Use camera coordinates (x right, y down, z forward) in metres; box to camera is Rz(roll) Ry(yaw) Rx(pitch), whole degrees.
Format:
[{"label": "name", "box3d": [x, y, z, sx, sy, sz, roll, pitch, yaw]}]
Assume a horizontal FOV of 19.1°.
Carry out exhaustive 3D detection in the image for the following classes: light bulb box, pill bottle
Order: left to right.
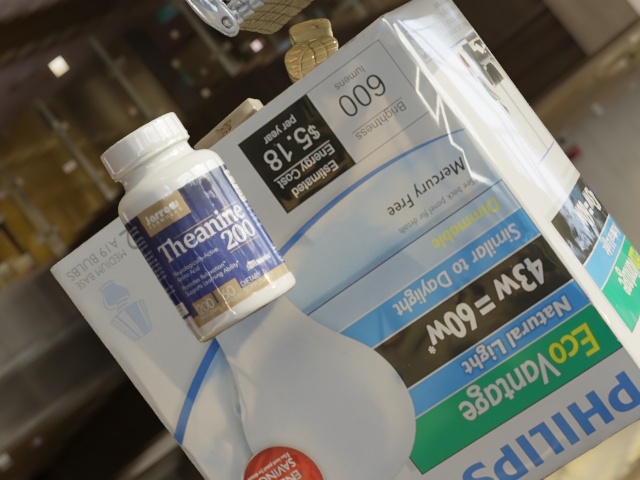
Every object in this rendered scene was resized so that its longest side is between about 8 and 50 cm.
[{"label": "pill bottle", "box3d": [-0.071, -0.009, 1.070, 0.067, 0.120, 0.067, -32, 0, 0]}, {"label": "light bulb box", "box3d": [0.048, 0.048, 1.545, 0.358, 0.361, 0.225, -36, 2, 20]}]

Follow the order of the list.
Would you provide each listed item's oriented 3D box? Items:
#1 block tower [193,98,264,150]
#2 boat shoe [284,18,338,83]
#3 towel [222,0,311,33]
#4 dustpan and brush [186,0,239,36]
[{"label": "block tower", "box3d": [0.000, 0.000, 2.114, 0.091, 0.335, 0.097, -40, -15, 17]}, {"label": "boat shoe", "box3d": [-0.005, -0.207, 2.243, 0.064, 0.060, 0.178, -12, 24, 5]}, {"label": "towel", "box3d": [-0.022, -0.396, 2.481, 0.283, 0.121, 0.235, -37, -5, 14]}, {"label": "dustpan and brush", "box3d": [-0.146, -0.238, 1.534, 0.147, 0.211, 0.060, -45, 8, -19]}]
